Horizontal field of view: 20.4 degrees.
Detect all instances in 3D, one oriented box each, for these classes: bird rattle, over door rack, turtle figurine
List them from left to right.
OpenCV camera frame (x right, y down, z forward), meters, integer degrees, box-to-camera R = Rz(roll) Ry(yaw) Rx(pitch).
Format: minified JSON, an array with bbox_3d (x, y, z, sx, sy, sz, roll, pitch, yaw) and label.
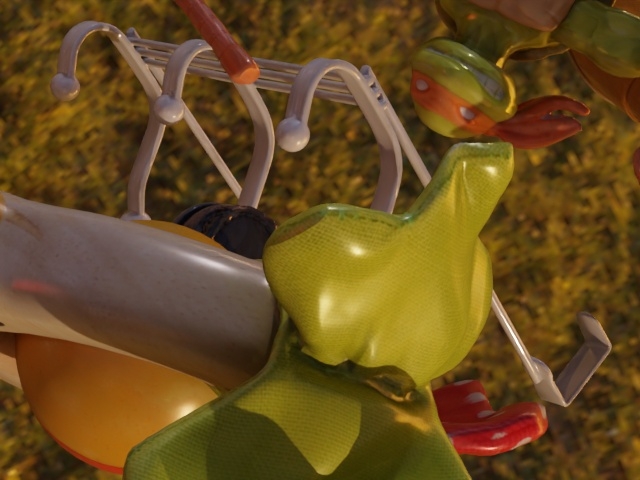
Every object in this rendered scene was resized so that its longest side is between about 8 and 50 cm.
[{"bbox_3d":[-0.022,0.037,0.565,0.207,0.253,0.143,19,83,4],"label":"bird rattle"},{"bbox_3d":[0.000,0.000,1.094,0.324,0.239,0.108,44,71,-40],"label":"over door rack"},{"bbox_3d":[0.094,-0.116,0.635,0.270,0.217,0.087,27,2,15],"label":"turtle figurine"}]

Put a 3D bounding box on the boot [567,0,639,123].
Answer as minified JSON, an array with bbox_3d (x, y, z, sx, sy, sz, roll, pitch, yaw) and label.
[{"bbox_3d":[0.240,-0.117,1.085,0.104,0.211,0.295,-28,75,-6],"label":"boot"}]

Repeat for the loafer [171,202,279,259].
[{"bbox_3d":[-0.050,0.122,0.956,0.109,0.095,0.302,18,72,-33],"label":"loafer"}]
